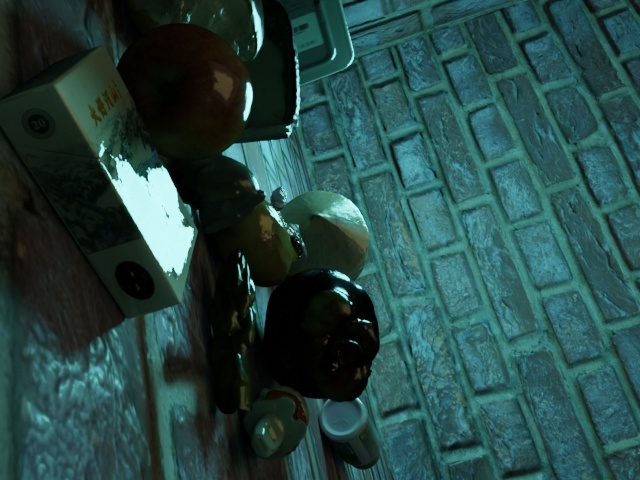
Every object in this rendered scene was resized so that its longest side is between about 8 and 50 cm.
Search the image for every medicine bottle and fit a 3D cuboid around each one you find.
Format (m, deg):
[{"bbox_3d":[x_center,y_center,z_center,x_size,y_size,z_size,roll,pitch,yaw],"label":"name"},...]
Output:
[{"bbox_3d":[0.094,0.550,1.537,0.274,0.133,0.133,66,8,-45],"label":"medicine bottle"}]

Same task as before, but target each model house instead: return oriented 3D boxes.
[{"bbox_3d":[-0.169,-0.396,1.340,0.284,0.243,0.298,-15,99,-89],"label":"model house"}]

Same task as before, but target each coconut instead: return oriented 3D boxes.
[{"bbox_3d":[0.000,0.000,1.590,0.329,0.329,0.329,-17,90,-84],"label":"coconut"}]

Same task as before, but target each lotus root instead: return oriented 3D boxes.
[{"bbox_3d":[-0.125,0.005,1.056,0.303,0.131,0.146,62,11,-61],"label":"lotus root"}]

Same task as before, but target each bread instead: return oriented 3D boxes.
[{"bbox_3d":[-0.226,-0.454,0.988,0.250,0.225,0.279,60,10,-72],"label":"bread"}]

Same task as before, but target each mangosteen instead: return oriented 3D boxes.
[{"bbox_3d":[0.002,0.192,1.100,0.287,0.233,0.287,9,90,-85],"label":"mangosteen"}]

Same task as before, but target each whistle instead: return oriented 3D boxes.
[{"bbox_3d":[-0.071,0.296,0.893,0.101,0.106,0.253,32,1,9],"label":"whistle"}]

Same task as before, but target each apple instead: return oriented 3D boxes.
[{"bbox_3d":[-0.192,-0.207,0.770,0.174,0.188,0.188,-60,133,-76],"label":"apple"}]

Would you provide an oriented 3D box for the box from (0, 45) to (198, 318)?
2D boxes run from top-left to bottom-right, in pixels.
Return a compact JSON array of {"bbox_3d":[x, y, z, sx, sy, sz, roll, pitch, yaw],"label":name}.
[{"bbox_3d":[-0.225,-0.064,0.600,0.164,0.069,0.256,-98,170,-59],"label":"box"}]

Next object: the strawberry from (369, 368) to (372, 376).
[{"bbox_3d":[0.054,0.349,1.793,0.336,0.149,0.265,99,-31,-79],"label":"strawberry"}]

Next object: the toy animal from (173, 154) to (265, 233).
[{"bbox_3d":[-0.188,-0.112,0.916,0.236,0.138,0.108,-124,-151,-46],"label":"toy animal"}]

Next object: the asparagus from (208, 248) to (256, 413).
[{"bbox_3d":[-0.137,0.135,0.848,0.080,0.080,0.287,65,18,-56],"label":"asparagus"}]

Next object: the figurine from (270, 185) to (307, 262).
[{"bbox_3d":[-0.114,-0.028,1.358,0.240,0.116,0.175,-110,180,-47],"label":"figurine"}]

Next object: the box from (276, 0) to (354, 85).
[{"bbox_3d":[-0.126,-0.619,1.582,0.396,0.396,0.111,64,7,-52],"label":"box"}]
